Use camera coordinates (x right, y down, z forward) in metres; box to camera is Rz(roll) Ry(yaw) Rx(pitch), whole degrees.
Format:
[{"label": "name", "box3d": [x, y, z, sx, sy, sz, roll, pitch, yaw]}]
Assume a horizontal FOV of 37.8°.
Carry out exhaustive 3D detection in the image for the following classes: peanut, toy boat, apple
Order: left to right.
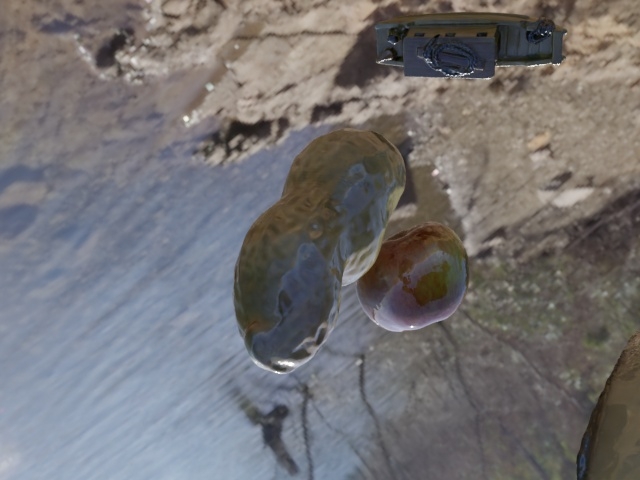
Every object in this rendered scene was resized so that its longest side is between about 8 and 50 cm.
[{"label": "peanut", "box3d": [-0.001, 0.000, 0.715, 0.086, 0.104, 0.228, -1, -137, 38]}, {"label": "apple", "box3d": [0.099, 0.040, 0.993, 0.126, 0.102, 0.126, -23, -178, 1]}, {"label": "toy boat", "box3d": [0.154, -0.204, 0.976, 0.077, 0.201, 0.057, -67, 156, -54]}]

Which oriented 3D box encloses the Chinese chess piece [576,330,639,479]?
[{"label": "Chinese chess piece", "box3d": [0.294, 0.227, 0.707, 0.141, 0.338, 0.338, 2, -172, 30]}]
